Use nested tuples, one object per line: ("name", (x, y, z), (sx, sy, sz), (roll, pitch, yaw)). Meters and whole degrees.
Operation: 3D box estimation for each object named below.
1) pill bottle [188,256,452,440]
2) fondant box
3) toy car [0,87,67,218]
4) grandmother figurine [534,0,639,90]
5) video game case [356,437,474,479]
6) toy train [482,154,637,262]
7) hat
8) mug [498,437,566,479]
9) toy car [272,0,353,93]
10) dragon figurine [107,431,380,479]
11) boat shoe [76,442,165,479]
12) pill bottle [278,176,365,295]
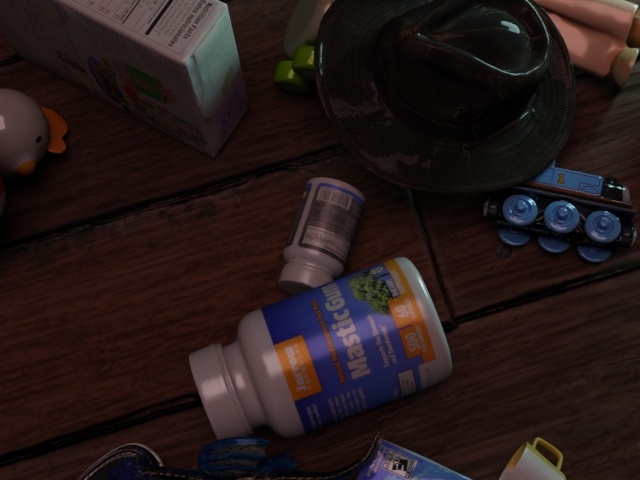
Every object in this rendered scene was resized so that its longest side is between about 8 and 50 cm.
("pill bottle", (-0.003, 0.132, 1.245), (0.272, 0.152, 0.152), (-21, 69, -5))
("fondant box", (-0.259, -0.258, 1.365), (0.330, 0.238, 0.096), (29, 73, 14))
("toy car", (-0.408, -0.109, 1.370), (0.238, 0.219, 0.210), (-23, 66, -36))
("grandmother figurine", (0.253, -0.316, 1.429), (0.342, 0.104, 0.208), (22, 63, 9))
("video game case", (0.117, 0.385, 1.189), (0.244, 0.061, 0.270), (22, 72, 11))
("toy train", (0.291, -0.042, 1.332), (0.184, 0.080, 0.105), (12, 64, 8))
("hat", (0.164, -0.210, 1.272), (0.331, 0.134, 0.331), (3, 74, -11))
("mug", (0.243, 0.261, 1.229), (0.064, 0.062, 0.078), (33, 81, 7))
("toy car", (0.056, -0.253, 1.422), (0.188, 0.149, 0.155), (18, 80, -18))
("dragon figurine", (-0.083, 0.261, 1.189), (0.289, 0.144, 0.085), (-11, 70, 15))
("boat shoe", (-0.281, 0.351, 1.212), (0.114, 0.091, 0.303), (29, 74, 14))
("pill bottle", (0.000, 0.000, 1.334), (0.078, 0.078, 0.137), (16, 71, 10))
